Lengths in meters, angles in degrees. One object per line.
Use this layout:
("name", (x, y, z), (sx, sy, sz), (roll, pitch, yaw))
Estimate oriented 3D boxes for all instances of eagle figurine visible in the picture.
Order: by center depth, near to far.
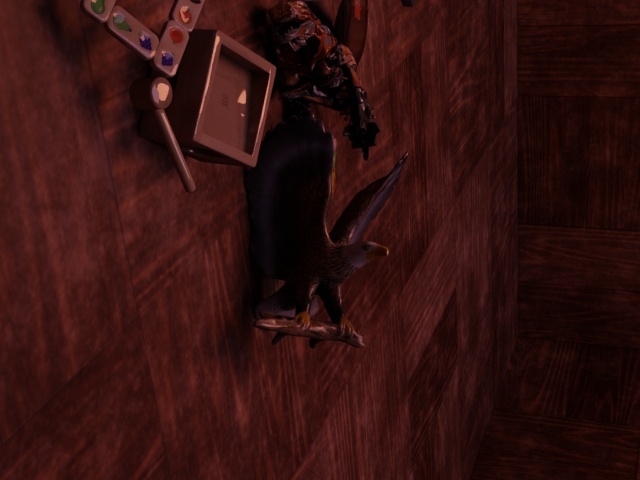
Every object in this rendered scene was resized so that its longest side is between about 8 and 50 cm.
("eagle figurine", (0.011, -0.001, 1.350), (0.226, 0.225, 0.298), (61, 30, -72))

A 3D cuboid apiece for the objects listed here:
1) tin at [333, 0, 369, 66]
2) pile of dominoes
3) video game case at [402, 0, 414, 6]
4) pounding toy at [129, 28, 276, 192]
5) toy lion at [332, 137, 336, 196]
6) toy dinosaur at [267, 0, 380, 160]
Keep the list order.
("tin", (0.047, -0.333, 1.529), (0.190, 0.040, 0.106), (120, -32, -75))
("pile of dominoes", (-0.172, -0.318, 0.940), (0.196, 0.040, 0.251), (35, 58, -36))
("video game case", (0.182, -0.652, 1.945), (0.196, 0.026, 0.274), (50, 47, -62))
("pounding toy", (-0.158, -0.145, 1.067), (0.206, 0.094, 0.181), (20, 80, -59))
("toy lion", (0.010, -0.113, 1.596), (0.096, 0.034, 0.100), (56, 42, -69))
("toy dinosaur", (0.014, -0.236, 1.430), (0.322, 0.164, 0.219), (16, 61, -48))
